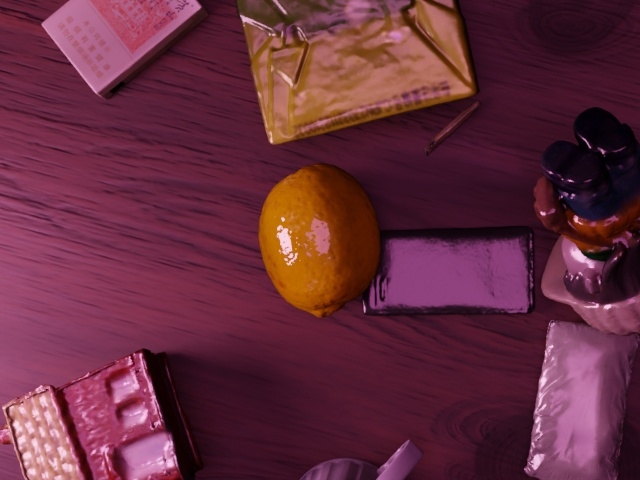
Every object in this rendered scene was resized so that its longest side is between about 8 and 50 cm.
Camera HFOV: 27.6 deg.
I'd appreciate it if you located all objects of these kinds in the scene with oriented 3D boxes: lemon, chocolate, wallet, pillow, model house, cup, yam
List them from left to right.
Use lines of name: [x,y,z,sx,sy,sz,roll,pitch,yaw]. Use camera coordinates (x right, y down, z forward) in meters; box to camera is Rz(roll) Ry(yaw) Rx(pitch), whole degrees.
model house: [-0.313,0.281,1.814,0.254,0.160,0.196,-20,85,7]
lemon: [0.000,0.000,1.791,0.170,0.170,0.207,-14,86,5]
cup: [0.035,0.362,1.748,0.167,0.202,0.221,14,89,4]
chocolate: [0.047,-0.298,1.816,0.301,0.137,0.289,-13,85,7]
wallet: [0.179,0.043,1.837,0.244,0.025,0.124,-1,87,7]
yam: [0.187,-0.161,1.852,0.107,0.014,0.014,-43,84,2]
pillow: [0.361,0.225,1.796,0.128,0.051,0.229,10,86,4]

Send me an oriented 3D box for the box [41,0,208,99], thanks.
box: [-0.282,-0.320,1.889,0.201,0.058,0.141,-38,84,2]

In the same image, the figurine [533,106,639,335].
figurine: [0.384,-0.005,1.673,0.185,0.332,0.204,-42,63,-12]
